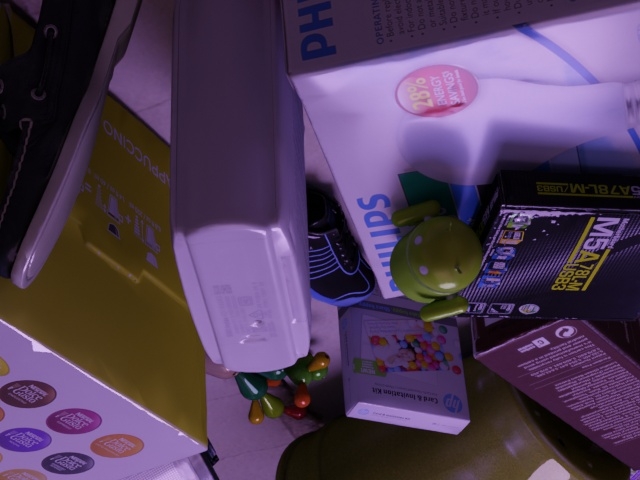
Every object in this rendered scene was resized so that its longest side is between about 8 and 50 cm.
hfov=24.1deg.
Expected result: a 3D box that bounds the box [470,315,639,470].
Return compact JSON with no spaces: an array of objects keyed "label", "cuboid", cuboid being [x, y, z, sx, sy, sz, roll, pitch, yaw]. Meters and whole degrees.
[{"label":"box","cuboid":[0.321,0.106,1.747,0.143,0.191,0.381,-26,138,29]}]

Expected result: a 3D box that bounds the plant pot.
[{"label":"plant pot","cuboid":[0.192,0.308,1.929,0.366,0.366,0.353,27,123,-36]}]

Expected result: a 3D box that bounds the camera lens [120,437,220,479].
[{"label":"camera lens","cuboid":[-0.276,0.287,1.865,0.274,0.219,0.219,-29,145,-9]}]

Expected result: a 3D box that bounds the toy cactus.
[{"label":"toy cactus","cuboid":[-0.082,0.166,1.887,0.180,0.112,0.219,9,153,-1]}]

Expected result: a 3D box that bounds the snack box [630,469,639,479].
[{"label":"snack box","cuboid":[0.418,0.261,2.081,0.174,0.070,0.207,6,143,-15]}]

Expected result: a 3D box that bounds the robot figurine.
[{"label":"robot figurine","cuboid":[0.100,0.017,1.294,0.067,0.101,0.115,-12,172,-15]}]

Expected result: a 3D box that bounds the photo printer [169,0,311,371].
[{"label":"photo printer","cuboid":[-0.070,-0.073,1.346,0.107,0.308,0.256,-4,148,3]}]

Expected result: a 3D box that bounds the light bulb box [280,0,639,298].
[{"label":"light bulb box","cuboid":[0.178,-0.157,1.323,0.361,0.225,0.358,-12,145,10]}]

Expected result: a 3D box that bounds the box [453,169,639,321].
[{"label":"box","cuboid":[0.222,0.009,1.330,0.184,0.045,0.191,4,147,-9]}]

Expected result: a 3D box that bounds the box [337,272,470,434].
[{"label":"box","cuboid":[0.094,0.128,1.759,0.145,0.186,0.038,12,142,-20]}]

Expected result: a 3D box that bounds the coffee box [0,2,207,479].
[{"label":"coffee box","cuboid":[-0.336,0.041,1.459,0.334,0.338,0.337,-20,143,23]}]

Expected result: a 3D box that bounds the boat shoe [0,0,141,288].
[{"label":"boat shoe","cuboid":[-0.234,-0.128,1.250,0.113,0.340,0.127,18,163,-5]}]

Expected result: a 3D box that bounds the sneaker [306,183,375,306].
[{"label":"sneaker","cuboid":[0.000,0.000,1.657,0.090,0.081,0.232,-21,141,35]}]
